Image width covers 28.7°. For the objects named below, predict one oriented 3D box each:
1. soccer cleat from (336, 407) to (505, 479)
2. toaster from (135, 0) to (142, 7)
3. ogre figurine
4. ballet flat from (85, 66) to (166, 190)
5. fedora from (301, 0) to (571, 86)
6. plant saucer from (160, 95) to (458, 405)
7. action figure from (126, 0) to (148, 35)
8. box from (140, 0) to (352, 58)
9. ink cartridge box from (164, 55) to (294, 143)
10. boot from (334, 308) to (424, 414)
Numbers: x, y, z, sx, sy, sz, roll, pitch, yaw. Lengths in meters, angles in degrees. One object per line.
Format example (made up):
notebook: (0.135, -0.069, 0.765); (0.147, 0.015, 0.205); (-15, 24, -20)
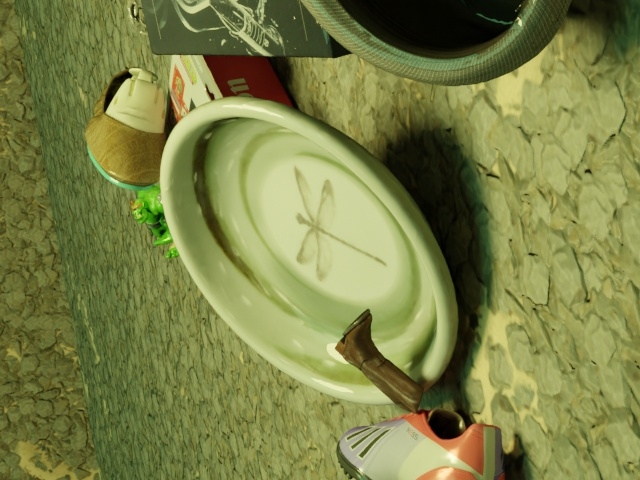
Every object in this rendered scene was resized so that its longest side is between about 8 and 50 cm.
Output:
soccer cleat: (0.112, 0.233, 1.384); (0.318, 0.109, 0.116); (-170, 92, -70)
toaster: (-0.171, -0.398, 1.656); (0.110, 0.168, 0.185); (-157, 58, -66)
ogre figurine: (-0.274, -0.043, 2.206); (0.197, 0.097, 0.118); (-117, 3, -70)
ballet flat: (-0.264, -0.178, 1.770); (0.342, 0.116, 0.124); (-111, 42, -69)
fedora: (0.101, -0.259, 1.022); (0.275, 0.124, 0.243); (37, 122, 18)
plant saucer: (0.000, 0.000, 1.398); (0.400, 0.100, 0.400); (27, 140, 26)
action figure: (-0.207, -0.329, 1.826); (0.164, 0.141, 0.275); (-129, 32, -71)
box: (-0.049, -0.363, 1.217); (0.312, 0.179, 0.343); (10, 116, 50)
ink cartridge box: (-0.097, -0.117, 1.661); (0.272, 0.130, 0.309); (104, 147, -49)
boot: (0.073, 0.131, 1.331); (0.114, 0.037, 0.106); (44, 157, 10)
